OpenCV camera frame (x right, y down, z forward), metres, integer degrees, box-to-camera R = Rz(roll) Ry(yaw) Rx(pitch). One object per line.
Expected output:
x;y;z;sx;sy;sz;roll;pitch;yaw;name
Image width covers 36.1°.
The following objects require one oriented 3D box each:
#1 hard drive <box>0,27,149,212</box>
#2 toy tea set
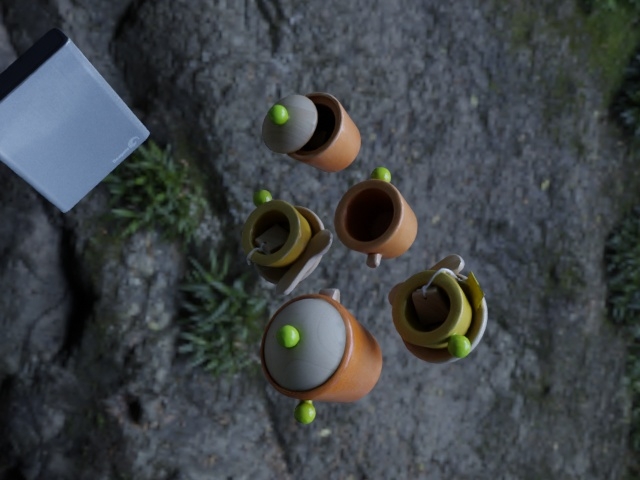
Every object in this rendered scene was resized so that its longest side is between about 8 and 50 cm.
-0.192;-0.084;0.726;0.094;0.022;0.135;-44;153;-5;hard drive
0.000;0.000;0.926;0.124;0.200;0.336;33;24;-54;toy tea set
